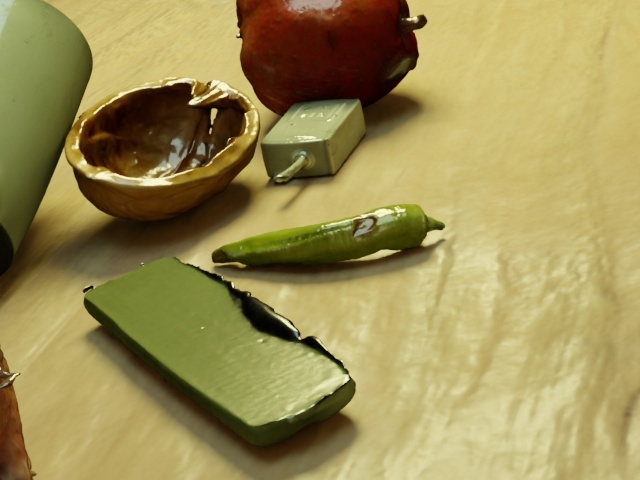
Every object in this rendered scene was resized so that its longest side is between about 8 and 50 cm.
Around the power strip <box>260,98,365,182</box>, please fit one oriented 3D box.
[{"bbox_3d":[-0.013,-0.093,1.483,0.075,0.042,0.175,-2,26,21],"label":"power strip"}]

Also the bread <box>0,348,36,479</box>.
[{"bbox_3d":[-0.300,0.150,0.998,0.244,0.123,0.190,-8,26,11],"label":"bread"}]

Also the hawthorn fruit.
[{"bbox_3d":[0.013,-0.219,1.584,0.202,0.185,0.185,-1,27,21],"label":"hawthorn fruit"}]

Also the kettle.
[{"bbox_3d":[-0.338,-0.081,1.434,0.240,0.165,0.255,-33,37,44],"label":"kettle"}]

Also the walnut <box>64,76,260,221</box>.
[{"bbox_3d":[-0.154,-0.075,1.455,0.167,0.087,0.211,25,42,24],"label":"walnut"}]

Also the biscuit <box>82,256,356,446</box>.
[{"bbox_3d":[-0.081,0.078,1.148,0.099,0.038,0.322,-27,28,-22],"label":"biscuit"}]

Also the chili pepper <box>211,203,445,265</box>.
[{"bbox_3d":[0.000,0.000,1.276,0.208,0.043,0.049,-8,37,12],"label":"chili pepper"}]
